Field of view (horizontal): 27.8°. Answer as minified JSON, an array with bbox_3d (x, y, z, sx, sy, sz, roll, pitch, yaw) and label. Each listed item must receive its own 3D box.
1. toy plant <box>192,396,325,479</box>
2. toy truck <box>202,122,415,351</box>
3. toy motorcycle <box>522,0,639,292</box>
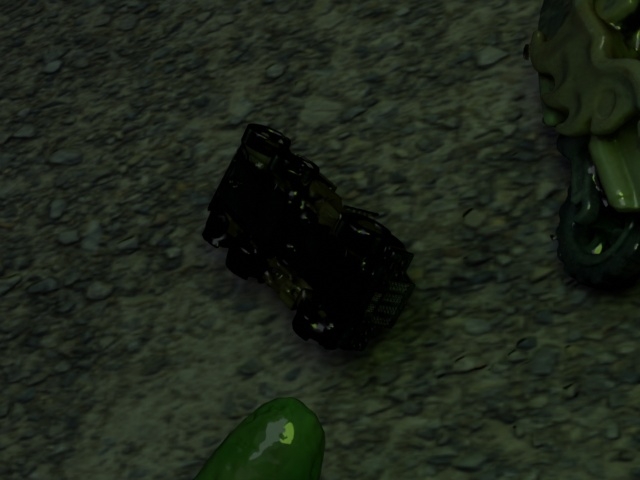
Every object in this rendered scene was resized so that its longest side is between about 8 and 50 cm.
[{"bbox_3d":[-0.115,0.327,0.972,0.317,0.211,0.356,-49,8,42],"label":"toy plant"},{"bbox_3d":[-0.002,0.000,1.226,0.257,0.127,0.127,45,112,49],"label":"toy truck"},{"bbox_3d":[0.296,-0.163,1.144,0.237,0.169,0.410,-30,50,56],"label":"toy motorcycle"}]
